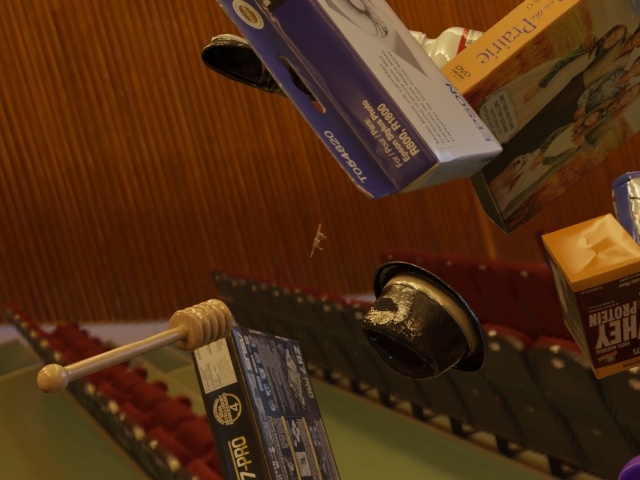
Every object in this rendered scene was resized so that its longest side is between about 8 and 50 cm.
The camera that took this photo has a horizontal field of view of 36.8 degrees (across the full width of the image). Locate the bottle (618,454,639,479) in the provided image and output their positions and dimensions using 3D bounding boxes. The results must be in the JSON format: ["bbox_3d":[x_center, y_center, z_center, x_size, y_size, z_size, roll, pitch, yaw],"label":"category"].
[{"bbox_3d":[0.576,0.318,1.451,0.282,0.092,0.118,-20,-16,-34],"label":"bottle"}]

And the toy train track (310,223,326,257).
[{"bbox_3d":[0.000,0.000,1.340,0.014,0.048,0.083,16,8,1],"label":"toy train track"}]

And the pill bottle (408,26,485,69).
[{"bbox_3d":[0.352,-0.321,2.042,0.407,0.229,0.229,14,14,8],"label":"pill bottle"}]

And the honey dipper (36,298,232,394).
[{"bbox_3d":[-0.118,0.071,0.625,0.030,0.031,0.160,-9,6,36],"label":"honey dipper"}]

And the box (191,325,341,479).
[{"bbox_3d":[-0.073,0.355,1.664,0.097,0.395,0.318,-23,-17,17],"label":"box"}]

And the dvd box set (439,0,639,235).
[{"bbox_3d":[0.352,-0.225,1.232,0.420,0.308,0.062,-38,52,-2],"label":"dvd box set"}]

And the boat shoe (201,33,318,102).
[{"bbox_3d":[-0.083,-0.269,1.517,0.228,0.080,0.076,24,28,10],"label":"boat shoe"}]

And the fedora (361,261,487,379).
[{"bbox_3d":[0.211,0.207,2.188,0.152,0.334,0.334,-39,19,-29],"label":"fedora"}]

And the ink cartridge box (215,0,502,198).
[{"bbox_3d":[0.036,-0.139,0.781,0.045,0.223,0.224,-42,-11,27],"label":"ink cartridge box"}]

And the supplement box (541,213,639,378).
[{"bbox_3d":[0.485,0.092,1.644,0.129,0.194,0.191,-19,24,5],"label":"supplement box"}]

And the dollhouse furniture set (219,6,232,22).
[{"bbox_3d":[-0.057,-0.514,1.662,0.173,0.356,0.303,-23,-25,-32],"label":"dollhouse furniture set"}]

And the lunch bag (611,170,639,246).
[{"bbox_3d":[0.748,0.046,1.900,0.385,0.328,0.239,13,-30,-32],"label":"lunch bag"}]
